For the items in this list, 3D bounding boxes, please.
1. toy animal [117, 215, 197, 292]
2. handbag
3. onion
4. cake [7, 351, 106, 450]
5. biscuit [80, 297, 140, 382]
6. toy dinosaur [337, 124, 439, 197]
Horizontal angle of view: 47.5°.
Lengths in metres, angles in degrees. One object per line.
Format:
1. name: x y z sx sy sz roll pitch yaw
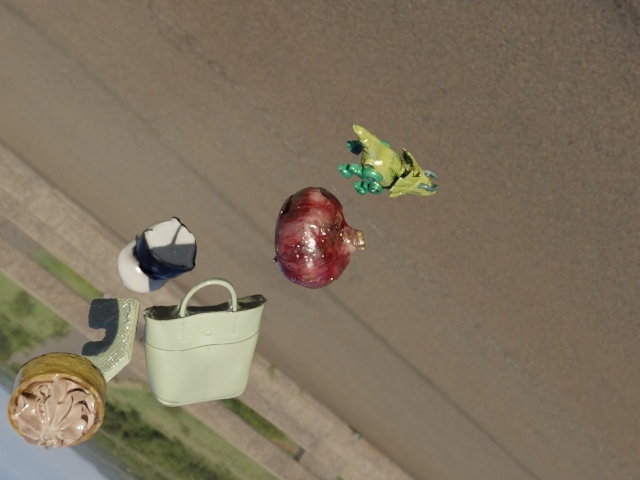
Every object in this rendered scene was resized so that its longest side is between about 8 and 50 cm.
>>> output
1. toy animal: -0.476 0.052 2.072 0.235 0.187 0.165 -27 93 41
2. handbag: -0.232 0.182 1.439 0.109 0.241 0.316 -122 33 -49
3. onion: 0.000 0.000 1.740 0.219 0.252 0.252 2 150 10
4. cake: -0.530 0.347 1.459 0.185 0.178 0.208 15 125 -18
5. biscuit: -0.607 0.282 2.082 0.147 0.250 0.046 0 156 9
6. toy dinosaur: 0.101 -0.144 1.324 0.153 0.094 0.259 3 160 40
